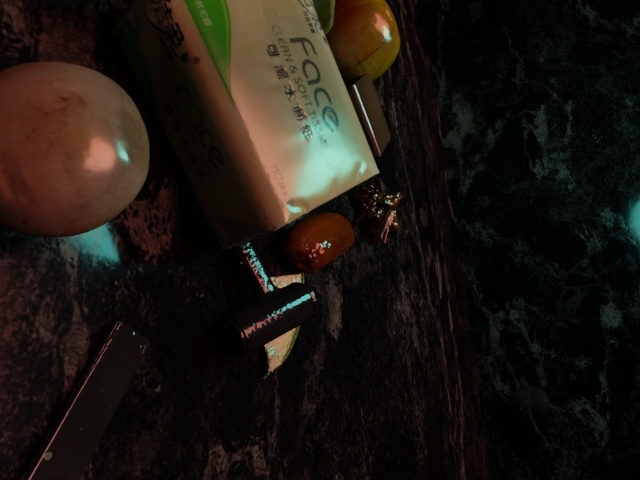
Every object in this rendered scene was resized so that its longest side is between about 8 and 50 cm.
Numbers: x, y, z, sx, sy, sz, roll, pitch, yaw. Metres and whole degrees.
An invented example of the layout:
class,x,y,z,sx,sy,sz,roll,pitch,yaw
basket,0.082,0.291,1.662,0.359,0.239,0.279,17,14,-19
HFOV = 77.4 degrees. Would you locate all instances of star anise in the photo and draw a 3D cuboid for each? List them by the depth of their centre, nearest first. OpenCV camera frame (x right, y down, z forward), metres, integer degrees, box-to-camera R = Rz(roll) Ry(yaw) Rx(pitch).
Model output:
class,x,y,z,sx,sy,sz,roll,pitch,yaw
star anise,0.198,-0.081,1.331,0.237,0.148,0.346,64,24,-19

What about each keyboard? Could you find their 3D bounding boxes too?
class,x,y,z,sx,sy,sz,roll,pitch,yaw
keyboard,-0.302,0.222,0.519,0.072,0.023,0.231,59,36,-42

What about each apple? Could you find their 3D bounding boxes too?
class,x,y,z,sx,sy,sz,roll,pitch,yaw
apple,0.125,-0.656,1.285,0.286,0.233,0.285,39,36,-36

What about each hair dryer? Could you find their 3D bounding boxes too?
class,x,y,z,sx,sy,sz,roll,pitch,yaw
hair dryer,-0.134,0.078,0.786,0.197,0.089,0.251,-22,85,-45

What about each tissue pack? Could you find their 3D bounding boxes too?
class,x,y,z,sx,sy,sz,roll,pitch,yaw
tissue pack,-0.107,-0.237,0.737,0.332,0.205,0.404,-34,105,-43

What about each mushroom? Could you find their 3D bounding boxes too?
class,x,y,z,sx,sy,sz,roll,pitch,yaw
mushroom,-0.313,-0.110,0.483,0.207,0.209,0.206,-5,103,-21

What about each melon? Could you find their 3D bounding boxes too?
class,x,y,z,sx,sy,sz,roll,pitch,yaw
melon,-0.087,0.174,0.866,0.114,0.053,0.261,38,49,-38

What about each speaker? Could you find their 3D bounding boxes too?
class,x,y,z,sx,sy,sz,roll,pitch,yaw
speaker,0.104,-0.375,1.262,0.230,0.153,0.192,63,33,-25

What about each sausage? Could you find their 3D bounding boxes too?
class,x,y,z,sx,sy,sz,roll,pitch,yaw
sausage,-0.001,-0.002,0.993,0.258,0.133,0.133,-27,104,-58

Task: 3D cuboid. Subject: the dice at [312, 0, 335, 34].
class,x,y,z,sx,sy,sz,roll,pitch,yaw
dice,-0.087,-0.582,0.862,0.238,0.233,0.226,93,-5,-79
